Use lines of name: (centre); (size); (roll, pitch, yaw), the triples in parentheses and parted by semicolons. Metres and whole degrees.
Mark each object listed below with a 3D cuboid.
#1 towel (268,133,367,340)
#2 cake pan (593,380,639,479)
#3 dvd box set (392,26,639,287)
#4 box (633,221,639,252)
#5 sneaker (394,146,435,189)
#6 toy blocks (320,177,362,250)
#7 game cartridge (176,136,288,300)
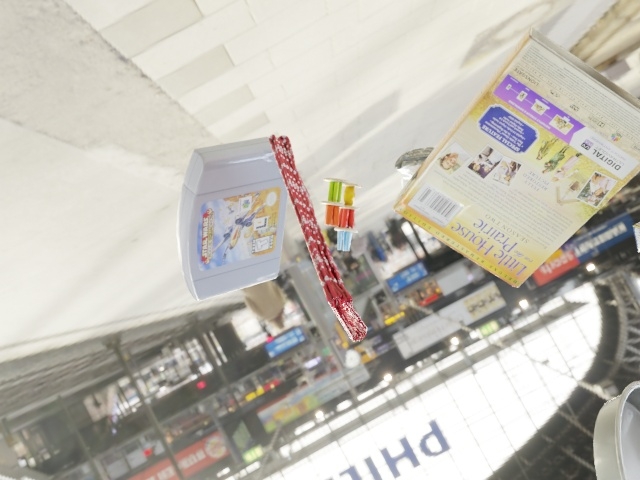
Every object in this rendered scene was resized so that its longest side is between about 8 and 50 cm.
towel: (0.000, 0.000, 1.024); (0.031, 0.274, 0.199); (-22, 155, 2)
cake pan: (0.515, 0.369, 1.110); (0.054, 0.293, 0.293); (-26, 179, 41)
dvd box set: (0.373, -0.131, 1.313); (0.420, 0.308, 0.062); (-55, -173, 36)
box: (0.590, 0.001, 1.147); (0.059, 0.054, 0.169); (-27, -160, -14)
sneaker: (0.308, -0.133, 1.487); (0.297, 0.129, 0.111); (-3, -154, 16)
toy blocks: (0.041, -0.054, 1.533); (0.054, 0.148, 0.123); (5, 178, 29)
game cartridge: (-0.154, -0.031, 1.256); (0.198, 0.062, 0.297); (-19, 132, -35)
